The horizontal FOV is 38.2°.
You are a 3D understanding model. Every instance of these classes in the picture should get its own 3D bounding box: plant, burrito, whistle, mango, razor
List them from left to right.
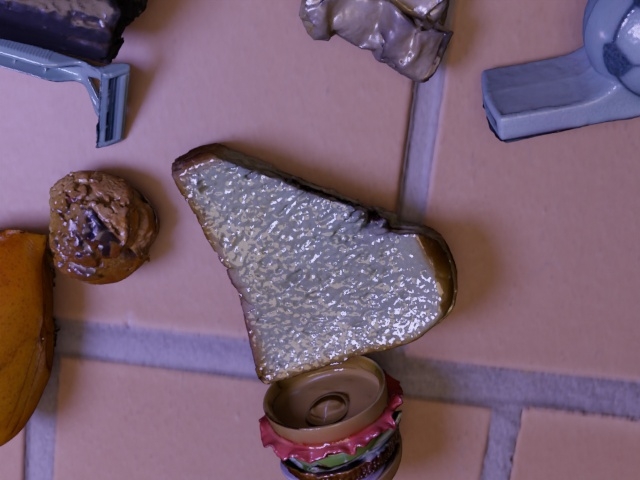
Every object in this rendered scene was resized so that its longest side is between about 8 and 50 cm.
[{"bbox_3d":[-0.366,0.110,1.037,0.126,0.154,0.252,5,92,7],"label":"mango"},{"bbox_3d":[-0.337,-0.199,1.000,0.277,0.056,0.111,22,140,1],"label":"razor"},{"bbox_3d":[-0.298,-0.277,0.911,0.256,0.142,0.164,26,85,-3],"label":"plant"},{"bbox_3d":[0.089,-0.341,0.926,0.175,0.107,0.348,8,108,-17],"label":"burrito"},{"bbox_3d":[0.305,-0.208,0.930,0.289,0.163,0.164,-11,105,3],"label":"whistle"}]

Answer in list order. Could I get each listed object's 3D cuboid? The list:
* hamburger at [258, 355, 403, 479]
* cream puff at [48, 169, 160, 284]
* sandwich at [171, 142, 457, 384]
[{"bbox_3d":[0.018,0.221,1.052,0.175,0.175,0.137,-13,115,5],"label":"hamburger"},{"bbox_3d":[-0.246,-0.016,1.021,0.119,0.104,0.133,-23,103,14],"label":"cream puff"},{"bbox_3d":[0.000,-0.001,1.019,0.254,0.099,0.288,-21,104,13],"label":"sandwich"}]
